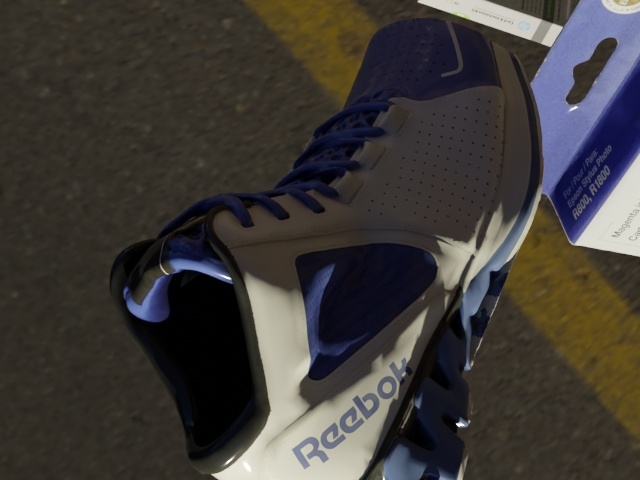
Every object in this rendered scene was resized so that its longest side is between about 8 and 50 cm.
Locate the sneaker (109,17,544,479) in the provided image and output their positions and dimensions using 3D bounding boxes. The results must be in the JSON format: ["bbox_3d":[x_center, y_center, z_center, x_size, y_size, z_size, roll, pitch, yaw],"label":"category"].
[{"bbox_3d":[0.000,0.001,0.863,0.182,0.315,0.127,29,151,-30],"label":"sneaker"}]

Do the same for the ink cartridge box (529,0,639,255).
[{"bbox_3d":[0.342,-0.099,1.401,0.330,0.071,0.324,8,141,-15],"label":"ink cartridge box"}]

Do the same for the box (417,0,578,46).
[{"bbox_3d":[0.204,-0.284,1.786,0.186,0.145,0.038,18,139,-8],"label":"box"}]
